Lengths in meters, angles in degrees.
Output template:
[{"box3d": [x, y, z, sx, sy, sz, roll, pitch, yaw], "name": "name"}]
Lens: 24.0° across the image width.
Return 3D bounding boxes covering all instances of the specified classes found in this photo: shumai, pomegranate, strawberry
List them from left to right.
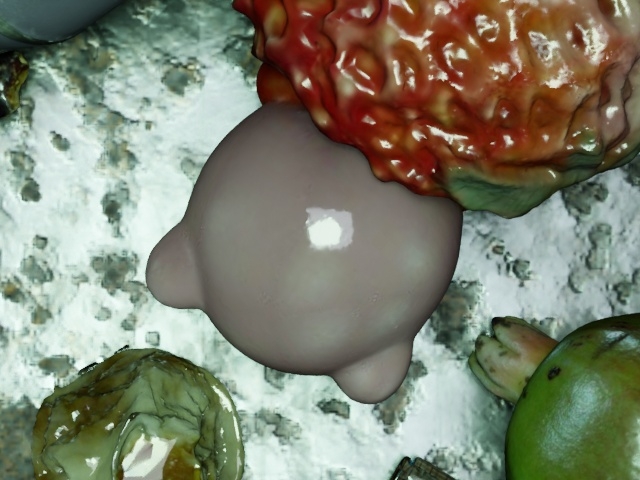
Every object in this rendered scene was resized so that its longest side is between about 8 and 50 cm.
[{"box3d": [-0.113, 0.133, 0.921, 0.146, 0.116, 0.145, 0, 86, -1], "name": "shumai"}, {"box3d": [0.075, -0.177, 0.884, 0.265, 0.149, 0.336, -25, 66, -39], "name": "strawberry"}, {"box3d": [0.179, 0.115, 0.926, 0.180, 0.180, 0.210, -48, 53, -5], "name": "pomegranate"}]

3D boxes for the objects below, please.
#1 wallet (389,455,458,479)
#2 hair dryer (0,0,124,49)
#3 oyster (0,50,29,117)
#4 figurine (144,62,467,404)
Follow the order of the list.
[{"box3d": [0.126, 0.244, 0.963, 0.230, 0.042, 0.124, 30, 82, -1], "name": "wallet"}, {"box3d": [-0.128, -0.300, 0.923, 0.301, 0.121, 0.361, -14, 63, 36], "name": "hair dryer"}, {"box3d": [-0.354, -0.069, 0.951, 0.345, 0.078, 0.128, -13, 78, -1], "name": "oyster"}, {"box3d": [0.000, 0.000, 0.912, 0.173, 0.173, 0.173, 0, 86, -3], "name": "figurine"}]
